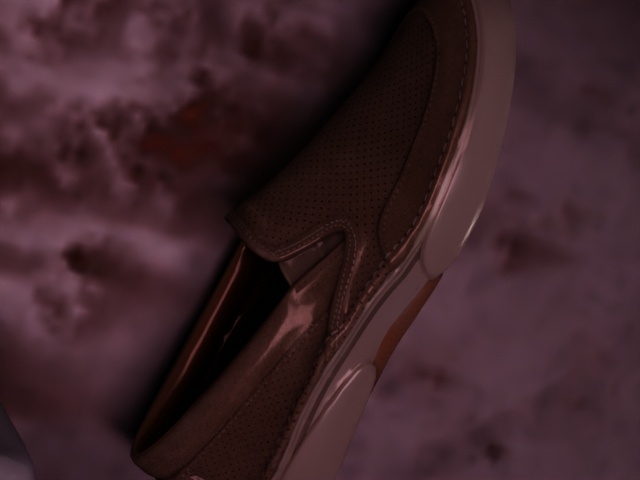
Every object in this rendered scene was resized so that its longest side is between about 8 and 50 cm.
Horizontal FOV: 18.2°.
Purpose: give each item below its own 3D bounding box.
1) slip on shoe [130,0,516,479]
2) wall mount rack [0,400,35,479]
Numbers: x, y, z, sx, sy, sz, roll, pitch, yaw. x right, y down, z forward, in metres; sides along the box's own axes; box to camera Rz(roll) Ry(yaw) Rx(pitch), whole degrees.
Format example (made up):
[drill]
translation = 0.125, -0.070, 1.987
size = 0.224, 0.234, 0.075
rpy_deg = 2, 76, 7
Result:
[slip on shoe]
translation = 0.000, 0.000, 0.447
size = 0.041, 0.051, 0.135
rpy_deg = 21, 104, -23
[wall mount rack]
translation = -0.232, 0.072, 0.349
size = 0.304, 0.130, 0.350
rpy_deg = 23, 94, -20
